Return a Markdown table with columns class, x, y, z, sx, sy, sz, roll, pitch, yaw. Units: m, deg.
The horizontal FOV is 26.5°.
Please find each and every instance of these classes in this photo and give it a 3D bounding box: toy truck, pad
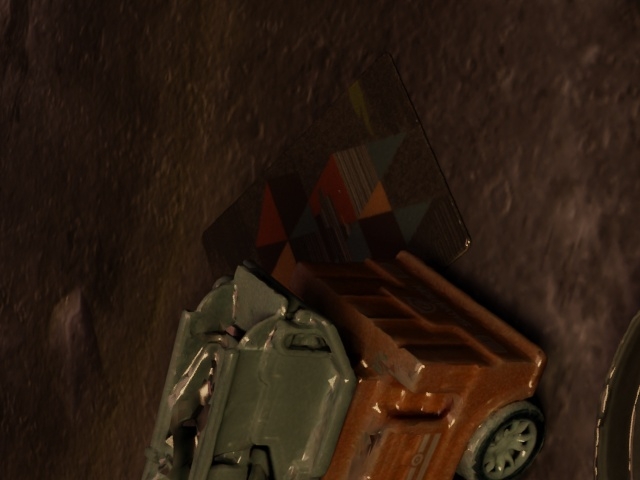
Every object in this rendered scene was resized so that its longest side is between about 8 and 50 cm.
| class | x | y | z | sx | sy | sz | roll | pitch | yaw |
| --- | --- | --- | --- | --- | --- | --- | --- | --- | --- |
| toy truck | -0.028 | 0.176 | 0.723 | 0.133 | 0.184 | 0.338 | 38 | 114 | 45 |
| pad | 0.000 | 0.000 | 0.844 | 0.211 | 0.003 | 0.143 | -43 | 56 | 38 |

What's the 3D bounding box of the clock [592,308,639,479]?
| class | x | y | z | sx | sy | sz | roll | pitch | yaw |
| --- | --- | --- | --- | --- | --- | --- | --- | --- | --- |
| clock | 0.216 | 0.102 | 0.559 | 0.226 | 0.049 | 0.226 | -5 | 84 | 47 |
